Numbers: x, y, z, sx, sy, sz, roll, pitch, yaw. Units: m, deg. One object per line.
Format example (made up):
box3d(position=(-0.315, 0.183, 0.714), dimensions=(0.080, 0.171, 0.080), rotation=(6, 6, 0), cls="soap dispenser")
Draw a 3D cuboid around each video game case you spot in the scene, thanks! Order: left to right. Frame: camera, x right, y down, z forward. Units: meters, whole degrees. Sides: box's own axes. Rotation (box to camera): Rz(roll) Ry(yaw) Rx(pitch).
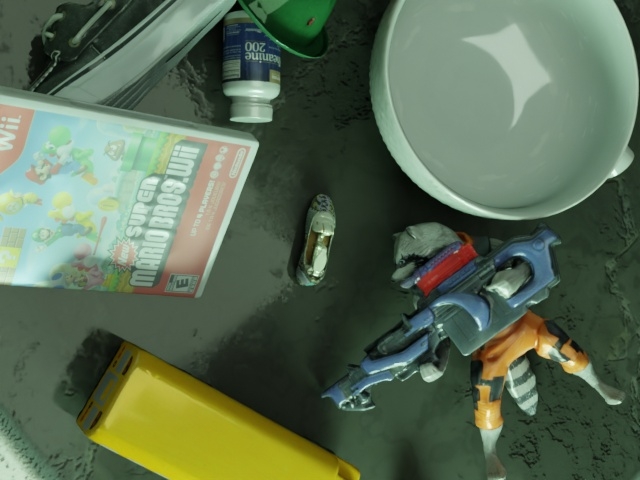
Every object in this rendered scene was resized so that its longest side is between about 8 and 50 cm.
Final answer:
box3d(position=(-0.219, -0.038, 0.988), dimensions=(0.285, 0.025, 0.204), rotation=(7, 117, -35), cls="video game case")

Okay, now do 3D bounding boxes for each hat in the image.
box3d(position=(0.014, -0.325, 1.051), dimensions=(0.183, 0.208, 0.173), rotation=(-35, 108, 27), cls="hat")

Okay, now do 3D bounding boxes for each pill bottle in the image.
box3d(position=(-0.079, -0.198, 1.103), dimensions=(0.067, 0.067, 0.120), rotation=(0, 91, -24), cls="pill bottle")

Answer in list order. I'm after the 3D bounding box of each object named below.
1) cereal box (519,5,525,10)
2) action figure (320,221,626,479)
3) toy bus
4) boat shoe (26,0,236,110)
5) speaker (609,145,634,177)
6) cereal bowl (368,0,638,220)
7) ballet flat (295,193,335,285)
box3d(position=(0.269, -0.441, 1.265), dimensions=(0.173, 0.047, 0.240), rotation=(-30, 102, -20), cls="cereal box")
box3d(position=(0.173, 0.129, 1.208), dimensions=(0.341, 0.178, 0.330), rotation=(-30, 98, 9), cls="action figure")
box3d(position=(-0.098, 0.234, 1.068), dimensions=(0.332, 0.130, 0.108), rotation=(33, 78, -21), cls="toy bus")
box3d(position=(-0.237, -0.198, 1.020), dimensions=(0.119, 0.121, 0.335), rotation=(44, 71, 0), cls="boat shoe")
box3d(position=(0.368, -0.148, 1.312), dimensions=(0.136, 0.055, 0.055), rotation=(44, 74, -18), cls="speaker")
box3d(position=(0.210, -0.190, 1.183), dimensions=(0.338, 0.141, 0.339), rotation=(1, 87, -17), cls="cereal bowl")
box3d(position=(0.000, 0.000, 1.158), dimensions=(0.041, 0.041, 0.114), rotation=(14, 85, -24), cls="ballet flat")
